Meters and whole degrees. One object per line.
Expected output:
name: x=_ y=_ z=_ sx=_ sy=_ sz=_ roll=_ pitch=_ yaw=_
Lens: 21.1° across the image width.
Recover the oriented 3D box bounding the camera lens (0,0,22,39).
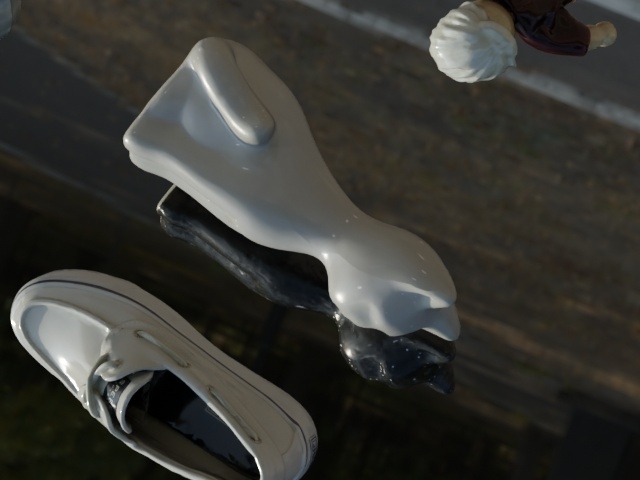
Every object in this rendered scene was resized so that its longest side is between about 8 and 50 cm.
camera lens: x=-0.396 y=-0.215 z=1.385 sx=0.219 sy=0.274 sz=0.219 roll=47 pitch=157 yaw=27

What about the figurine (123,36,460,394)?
figurine: x=0.000 y=0.000 z=0.993 sx=0.209 sy=0.092 sz=0.215 roll=41 pitch=170 yaw=13

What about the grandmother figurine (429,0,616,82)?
grandmother figurine: x=0.249 y=-0.289 z=1.890 sx=0.208 sy=0.342 sz=0.104 roll=48 pitch=156 yaw=-2

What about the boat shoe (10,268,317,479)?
boat shoe: x=-0.132 y=0.110 z=1.277 sx=0.267 sy=0.096 sz=0.088 roll=33 pitch=-157 yaw=15
